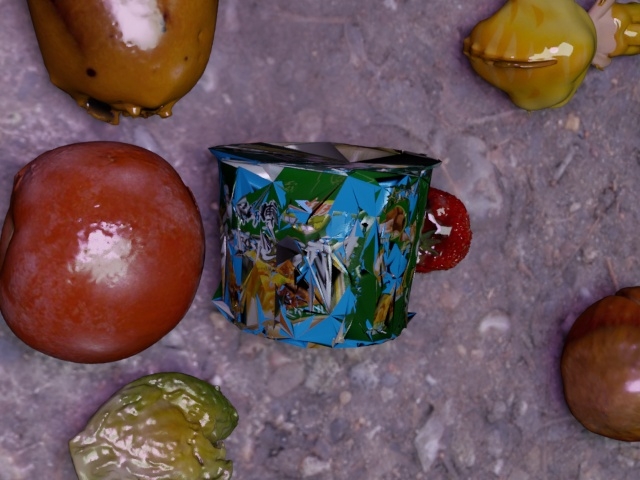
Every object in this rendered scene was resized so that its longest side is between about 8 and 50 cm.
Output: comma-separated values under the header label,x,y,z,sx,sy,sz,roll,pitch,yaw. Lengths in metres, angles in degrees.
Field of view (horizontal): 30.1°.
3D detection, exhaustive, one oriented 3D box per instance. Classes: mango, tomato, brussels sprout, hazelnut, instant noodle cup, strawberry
label,x,y,z,sx,sy,sz,roll,pitch,yaw
mango,-0.187,-0.255,1.120,0.201,0.152,0.287,-10,96,-10
tomato,-0.201,0.012,1.107,0.184,0.208,0.208,9,92,-19
brussels sprout,-0.166,0.204,1.200,0.181,0.100,0.139,-7,87,-19
hazelnut,0.370,0.144,1.365,0.182,0.182,0.182,-2,95,-21
instant noodle cup,0.000,0.000,1.184,0.240,0.240,0.178,0,100,-21
strawberry,0.120,-0.013,1.295,0.106,0.106,0.106,-2,95,-21

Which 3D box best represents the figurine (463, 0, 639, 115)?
label,x,y,z,sx,sy,sz,roll,pitch,yaw
figurine,0.272,-0.219,1.326,0.246,0.131,0.156,-18,116,-30
